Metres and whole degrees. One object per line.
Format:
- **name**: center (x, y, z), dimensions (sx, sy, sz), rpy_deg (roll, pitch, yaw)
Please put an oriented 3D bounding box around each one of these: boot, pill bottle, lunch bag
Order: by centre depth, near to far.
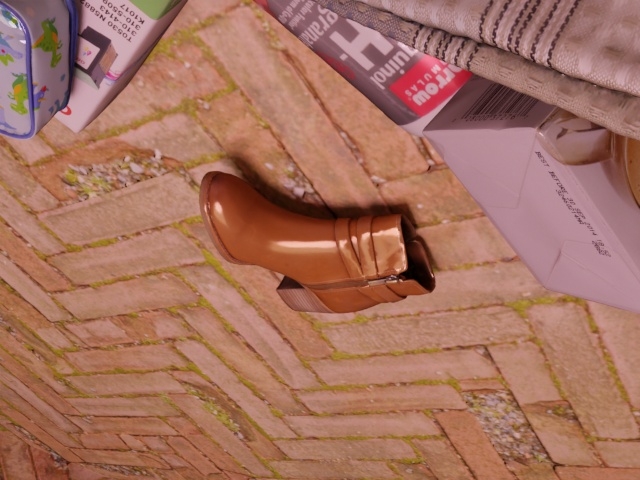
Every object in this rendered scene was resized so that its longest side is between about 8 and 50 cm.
- **pill bottle**: center (0.080, -0.197, 0.537), dimensions (0.318, 0.176, 0.176), rpy_deg (37, 137, -15)
- **lunch bag**: center (-0.342, -0.202, 0.615), dimensions (0.219, 0.090, 0.176), rpy_deg (26, 138, 0)
- **boot**: center (0.000, 0.000, 0.831), dimensions (0.220, 0.109, 0.283), rpy_deg (-10, 131, 34)

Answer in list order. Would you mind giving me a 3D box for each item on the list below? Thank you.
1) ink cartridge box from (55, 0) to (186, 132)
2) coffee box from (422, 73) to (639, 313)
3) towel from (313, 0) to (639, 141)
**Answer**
- **ink cartridge box**: center (-0.251, -0.267, 0.661), dimensions (0.201, 0.117, 0.278), rpy_deg (39, 137, -17)
- **coffee box**: center (0.237, -0.118, 0.450), dimensions (0.168, 0.297, 0.119), rpy_deg (47, 168, -23)
- **towel**: center (0.151, -0.220, 0.320), dimensions (0.324, 0.312, 0.056), rpy_deg (35, -179, 34)
